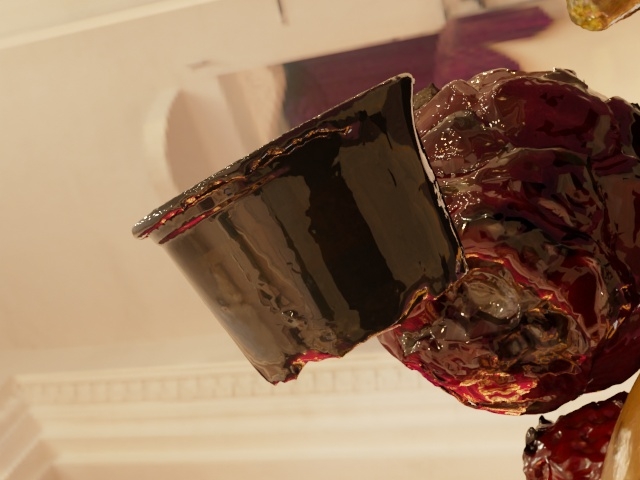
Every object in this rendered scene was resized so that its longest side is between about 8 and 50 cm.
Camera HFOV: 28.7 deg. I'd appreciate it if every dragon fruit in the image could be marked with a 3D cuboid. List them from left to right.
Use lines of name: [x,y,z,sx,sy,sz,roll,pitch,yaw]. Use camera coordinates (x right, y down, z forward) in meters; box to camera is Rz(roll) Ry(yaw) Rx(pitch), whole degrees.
dragon fruit: [0.180,0.001,1.107,0.329,0.329,0.329,20,-113,-59]

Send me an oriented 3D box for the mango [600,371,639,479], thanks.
mango: [0.236,0.160,0.837,0.141,0.102,0.217,27,-107,-58]

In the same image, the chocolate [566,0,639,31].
chocolate: [0.264,-0.231,0.934,0.219,0.086,0.085,-38,-56,-19]

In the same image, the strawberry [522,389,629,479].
strawberry: [0.303,0.241,1.065,0.261,0.258,0.261,-20,-90,-77]

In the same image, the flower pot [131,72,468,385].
flower pot: [0.000,0.000,0.619,0.106,0.157,0.157,60,-148,-4]
